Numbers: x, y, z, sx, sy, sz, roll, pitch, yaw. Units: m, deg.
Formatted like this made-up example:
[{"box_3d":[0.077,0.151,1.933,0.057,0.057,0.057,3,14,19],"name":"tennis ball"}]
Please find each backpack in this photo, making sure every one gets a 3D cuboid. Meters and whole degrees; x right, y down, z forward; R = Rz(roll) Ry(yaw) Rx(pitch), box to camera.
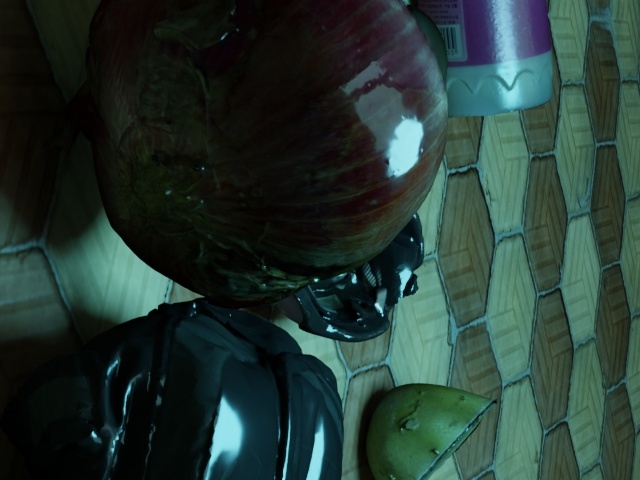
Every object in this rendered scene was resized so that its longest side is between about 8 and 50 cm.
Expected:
[{"box_3d":[-0.131,0.216,1.534,0.446,0.254,0.363,52,43,-73],"name":"backpack"}]

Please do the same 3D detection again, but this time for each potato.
[{"box_3d":[0.122,0.239,2.245,0.182,0.117,0.202,-55,169,25],"name":"potato"}]

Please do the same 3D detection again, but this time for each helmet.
[{"box_3d":[0.000,0.000,1.942,0.253,0.154,0.198,37,75,-38],"name":"helmet"}]

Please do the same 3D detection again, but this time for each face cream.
[{"box_3d":[0.223,-0.277,2.397,0.175,0.175,0.195,-35,121,-61],"name":"face cream"}]

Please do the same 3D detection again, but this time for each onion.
[{"box_3d":[-0.064,-0.110,1.542,0.353,0.353,0.354,-1,90,-65],"name":"onion"}]

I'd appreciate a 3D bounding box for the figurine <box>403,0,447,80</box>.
[{"box_3d":[0.063,-0.230,2.096,0.158,0.161,0.275,-36,132,-10],"name":"figurine"}]
